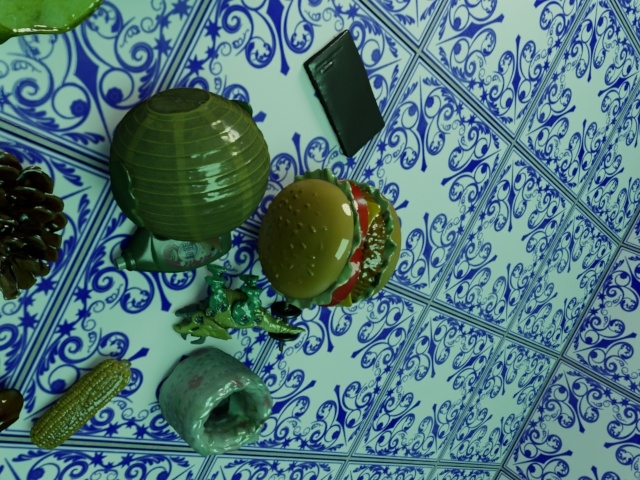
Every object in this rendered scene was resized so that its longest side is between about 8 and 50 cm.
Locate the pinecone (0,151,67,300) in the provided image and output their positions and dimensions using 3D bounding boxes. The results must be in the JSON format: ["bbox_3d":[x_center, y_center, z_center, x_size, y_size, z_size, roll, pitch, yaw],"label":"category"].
[{"bbox_3d":[-0.443,-0.012,0.856,0.208,0.208,0.207,-20,123,-34],"label":"pinecone"}]

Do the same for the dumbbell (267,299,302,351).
[{"bbox_3d":[-0.078,0.175,1.365,0.069,0.069,0.147,-8,117,-39],"label":"dumbbell"}]

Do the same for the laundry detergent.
[{"bbox_3d":[-0.264,-0.003,1.115,0.211,0.063,0.137,-21,122,-31],"label":"laundry detergent"}]

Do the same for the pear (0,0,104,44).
[{"bbox_3d":[-0.363,-0.364,0.775,0.238,0.164,0.255,-7,126,-61],"label":"pear"}]

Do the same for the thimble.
[{"bbox_3d":[-0.207,0.330,1.276,0.185,0.149,0.211,-52,136,-12],"label":"thimble"}]

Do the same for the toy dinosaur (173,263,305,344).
[{"bbox_3d":[-0.150,0.135,1.225,0.259,0.094,0.153,6,113,-11],"label":"toy dinosaur"}]

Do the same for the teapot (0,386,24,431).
[{"bbox_3d":[-0.542,0.275,1.003,0.129,0.078,0.098,-34,172,-8],"label":"teapot"}]

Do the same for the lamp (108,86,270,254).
[{"bbox_3d":[-0.196,-0.097,0.995,0.250,0.250,0.284,-29,132,-28],"label":"lamp"}]

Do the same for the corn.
[{"bbox_3d":[-0.422,0.285,1.115,0.207,0.068,0.068,-42,133,-15],"label":"corn"}]

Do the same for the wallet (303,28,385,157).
[{"bbox_3d":[0.058,-0.292,1.279,0.124,0.025,0.244,-44,133,-16],"label":"wallet"}]

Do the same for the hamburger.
[{"bbox_3d":[0.000,0.000,1.205,0.212,0.274,0.274,6,107,-44],"label":"hamburger"}]
